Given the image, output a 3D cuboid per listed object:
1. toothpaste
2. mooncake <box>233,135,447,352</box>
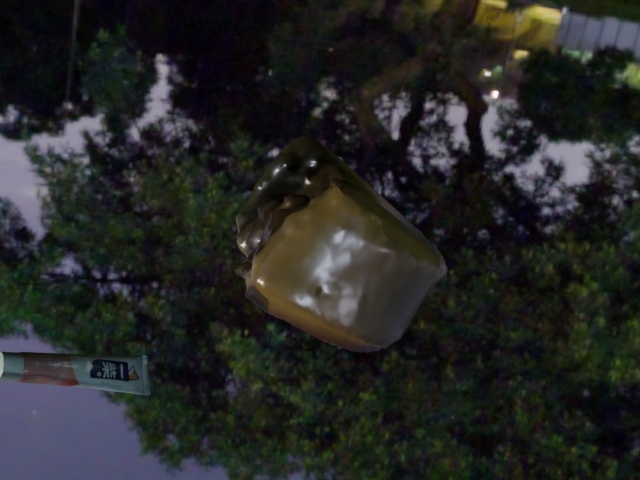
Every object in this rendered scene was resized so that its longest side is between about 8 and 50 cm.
[{"bbox_3d":[-0.304,0.164,0.988,0.205,0.056,0.036,14,149,-42],"label":"toothpaste"},{"bbox_3d":[0.000,0.000,1.263,0.393,0.246,0.394,38,-171,24],"label":"mooncake"}]
